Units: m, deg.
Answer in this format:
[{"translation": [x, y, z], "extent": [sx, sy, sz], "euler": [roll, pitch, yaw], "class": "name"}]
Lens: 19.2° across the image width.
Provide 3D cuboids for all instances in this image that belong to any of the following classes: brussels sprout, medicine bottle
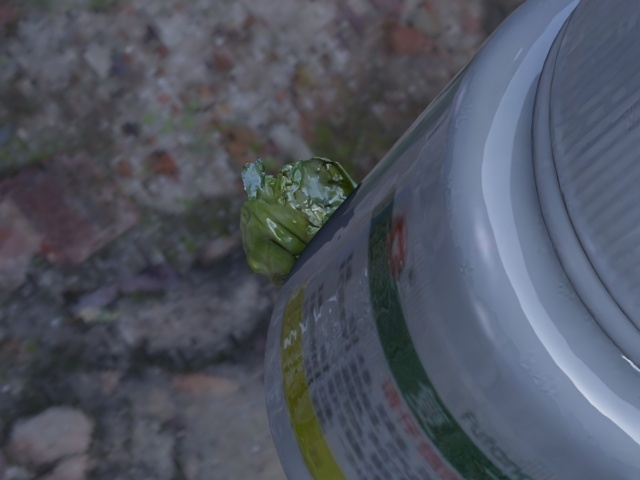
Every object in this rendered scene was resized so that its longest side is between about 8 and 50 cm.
[{"translation": [0.000, 0.000, 0.886], "extent": [0.085, 0.058, 0.085], "euler": [16, 19, -6], "class": "brussels sprout"}, {"translation": [0.123, 0.012, 0.685], "extent": [0.208, 0.340, 0.208], "euler": [7, 68, -17], "class": "medicine bottle"}]
